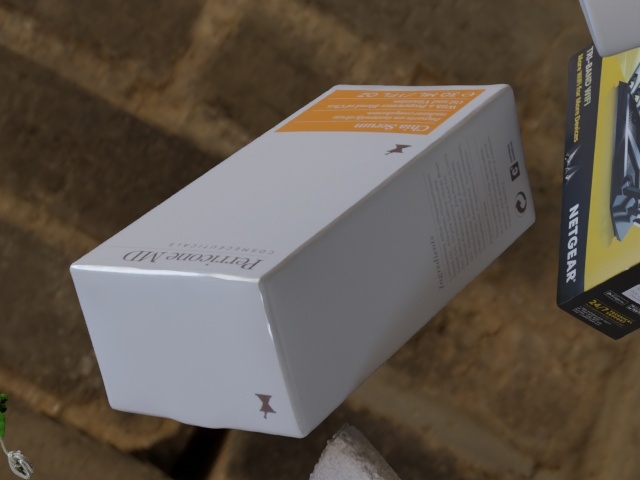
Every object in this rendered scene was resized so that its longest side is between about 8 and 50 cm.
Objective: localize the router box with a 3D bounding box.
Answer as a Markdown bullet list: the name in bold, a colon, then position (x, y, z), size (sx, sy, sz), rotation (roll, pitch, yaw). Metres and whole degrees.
- **router box**: position (0.330, -0.094, 1.503), size (0.081, 0.243, 0.309), rotation (29, -131, -26)

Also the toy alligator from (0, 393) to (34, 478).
- **toy alligator**: position (-0.294, 0.136, 1.416), size (0.189, 0.056, 0.051), rotation (34, -136, 25)

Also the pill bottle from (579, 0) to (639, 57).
- **pill bottle**: position (0.368, -0.283, 1.312), size (0.204, 0.361, 0.204), rotation (-19, -90, -80)

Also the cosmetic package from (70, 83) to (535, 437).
- **cosmetic package**: position (0.000, 0.000, 1.612), size (0.453, 0.230, 0.162), rotation (-39, -56, -46)

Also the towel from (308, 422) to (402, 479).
- **towel**: position (0.037, 0.306, 1.513), size (0.049, 0.282, 0.187), rotation (-26, -116, -32)
